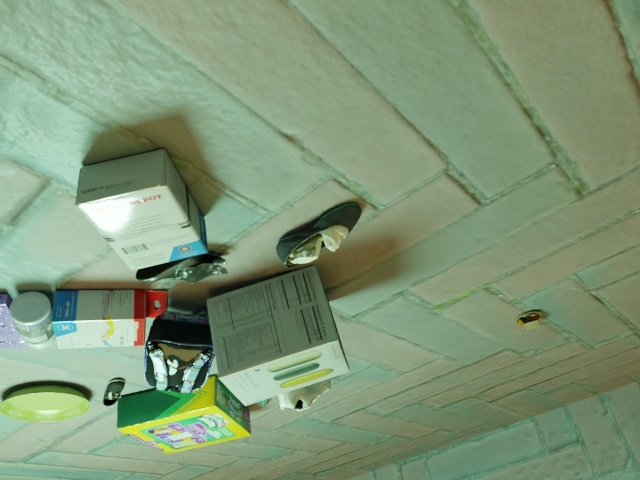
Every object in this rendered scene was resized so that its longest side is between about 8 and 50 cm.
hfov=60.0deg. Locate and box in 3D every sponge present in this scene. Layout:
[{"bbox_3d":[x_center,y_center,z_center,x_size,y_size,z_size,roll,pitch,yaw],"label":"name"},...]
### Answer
[{"bbox_3d":[-0.715,0.180,1.210,0.117,0.031,0.210,-2,145,-11],"label":"sponge"}]

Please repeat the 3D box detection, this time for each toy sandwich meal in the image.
[{"bbox_3d":[0.631,0.241,1.672,0.085,0.029,0.086,-7,146,-5],"label":"toy sandwich meal"}]

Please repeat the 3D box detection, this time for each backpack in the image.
[{"bbox_3d":[-0.323,0.264,1.270,0.158,0.117,0.173,8,126,-14],"label":"backpack"}]

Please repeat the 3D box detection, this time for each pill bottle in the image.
[{"bbox_3d":[-0.610,0.175,1.189,0.078,0.078,0.137,0,145,-16],"label":"pill bottle"}]

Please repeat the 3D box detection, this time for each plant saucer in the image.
[{"bbox_3d":[-0.792,0.468,1.604,0.240,0.037,0.241,-8,146,-5],"label":"plant saucer"}]

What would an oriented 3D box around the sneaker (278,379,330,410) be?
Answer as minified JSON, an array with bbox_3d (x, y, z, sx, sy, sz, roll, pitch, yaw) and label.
[{"bbox_3d":[-0.053,0.466,1.711,0.110,0.119,0.292,-23,156,23],"label":"sneaker"}]

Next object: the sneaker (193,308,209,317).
[{"bbox_3d":[-0.314,0.236,1.370,0.188,0.067,0.078,-35,133,27],"label":"sneaker"}]

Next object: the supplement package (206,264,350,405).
[{"bbox_3d":[-0.094,0.221,1.271,0.262,0.198,0.199,-18,146,0],"label":"supplement package"}]

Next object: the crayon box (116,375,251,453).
[{"bbox_3d":[-0.427,0.575,1.801,0.312,0.106,0.363,-14,146,3],"label":"crayon box"}]

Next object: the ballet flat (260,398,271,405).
[{"bbox_3d":[-0.166,0.466,1.748,0.068,0.072,0.213,-16,148,-12],"label":"ballet flat"}]

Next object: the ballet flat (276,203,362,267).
[{"bbox_3d":[0.000,0.000,1.111,0.203,0.074,0.074,-27,143,22],"label":"ballet flat"}]

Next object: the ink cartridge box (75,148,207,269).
[{"bbox_3d":[-0.295,-0.047,0.944,0.148,0.086,0.203,-12,145,2],"label":"ink cartridge box"}]

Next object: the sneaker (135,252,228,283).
[{"bbox_3d":[-0.284,0.063,1.140,0.170,0.051,0.089,-23,140,11],"label":"sneaker"}]

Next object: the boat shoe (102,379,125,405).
[{"bbox_3d":[-0.603,0.444,1.619,0.048,0.042,0.133,13,138,-28],"label":"boat shoe"}]

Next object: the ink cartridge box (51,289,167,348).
[{"bbox_3d":[-0.460,0.174,1.230,0.230,0.078,0.134,1,144,-17],"label":"ink cartridge box"}]
